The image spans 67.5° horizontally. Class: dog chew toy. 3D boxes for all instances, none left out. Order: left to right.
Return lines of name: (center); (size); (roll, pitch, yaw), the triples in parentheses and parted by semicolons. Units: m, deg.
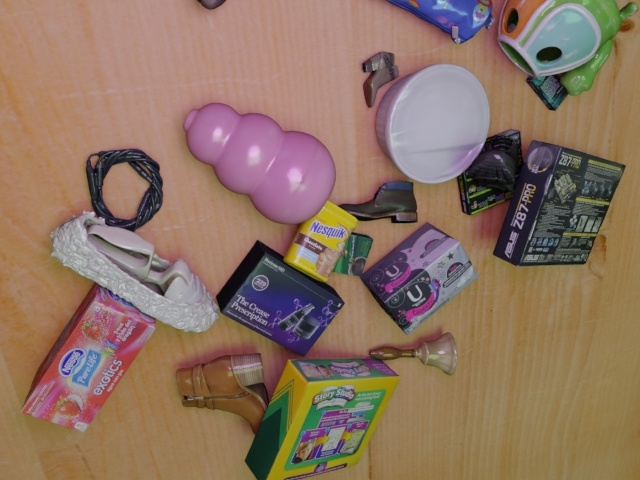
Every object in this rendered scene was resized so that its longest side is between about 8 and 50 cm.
dog chew toy: (-0.134, -0.174, 1.025); (0.331, 0.206, 0.207); (28, 98, -17)

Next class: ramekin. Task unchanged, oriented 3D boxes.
ramekin: (0.257, -0.281, 1.152); (0.272, 0.127, 0.273); (-6, 111, -17)

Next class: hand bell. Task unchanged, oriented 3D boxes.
hand bell: (0.264, 0.333, 1.413); (0.242, 0.126, 0.126); (2, 109, -6)

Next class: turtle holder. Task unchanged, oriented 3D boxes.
turtle holder: (0.561, -0.507, 1.139); (0.227, 0.243, 0.320); (-47, 152, 17)

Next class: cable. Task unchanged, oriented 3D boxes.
cable: (-0.417, -0.106, 1.035); (0.150, 0.047, 0.185); (-10, 110, -21)

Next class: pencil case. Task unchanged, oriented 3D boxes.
pencil case: (0.234, -0.543, 1.049); (0.306, 0.119, 0.133); (19, 80, -23)

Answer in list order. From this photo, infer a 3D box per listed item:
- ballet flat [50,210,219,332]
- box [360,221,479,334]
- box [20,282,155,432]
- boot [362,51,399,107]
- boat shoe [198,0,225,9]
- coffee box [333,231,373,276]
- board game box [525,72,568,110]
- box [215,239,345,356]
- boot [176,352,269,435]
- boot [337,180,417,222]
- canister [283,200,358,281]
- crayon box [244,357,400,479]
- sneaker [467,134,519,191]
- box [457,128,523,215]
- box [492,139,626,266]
ballet flat: (-0.375, 0.074, 1.043); (0.409, 0.147, 0.147); (34, 96, -26)
box: (0.259, 0.096, 1.271); (0.247, 0.163, 0.142); (-39, 118, -2)
box: (-0.508, 0.247, 1.070); (0.142, 0.154, 0.300); (32, 98, -26)
boot: (0.144, -0.380, 1.126); (0.087, 0.042, 0.118); (-19, 120, -19)
boat shoe: (-0.164, -0.613, 0.898); (0.130, 0.132, 0.355); (27, 90, -16)
coffee box: (0.035, 0.026, 1.236); (0.184, 0.040, 0.113); (12, 105, -22)
board game box: (0.646, -0.461, 1.276); (0.126, 0.026, 0.186); (36, 95, -26)
box: (-0.099, 0.149, 1.204); (0.261, 0.103, 0.184); (34, 93, -26)
boot: (-0.248, 0.423, 1.255); (0.220, 0.109, 0.283); (-9, 123, -8)
boot: (0.143, -0.103, 1.224); (0.219, 0.082, 0.106); (4, 85, -13)
canister: (0.000, 0.000, 1.144); (0.126, 0.073, 0.170); (30, 79, -19)
crayon box: (0.015, 0.480, 1.306); (0.363, 0.106, 0.313); (12, 104, -43)
sneaker: (0.425, -0.196, 1.152); (0.109, 0.286, 0.130); (15, 95, 20)
box: (0.465, -0.185, 1.307); (0.190, 0.045, 0.184); (-23, 117, -11)
box: (0.668, -0.088, 1.326); (0.395, 0.097, 0.318); (1, 112, -38)
